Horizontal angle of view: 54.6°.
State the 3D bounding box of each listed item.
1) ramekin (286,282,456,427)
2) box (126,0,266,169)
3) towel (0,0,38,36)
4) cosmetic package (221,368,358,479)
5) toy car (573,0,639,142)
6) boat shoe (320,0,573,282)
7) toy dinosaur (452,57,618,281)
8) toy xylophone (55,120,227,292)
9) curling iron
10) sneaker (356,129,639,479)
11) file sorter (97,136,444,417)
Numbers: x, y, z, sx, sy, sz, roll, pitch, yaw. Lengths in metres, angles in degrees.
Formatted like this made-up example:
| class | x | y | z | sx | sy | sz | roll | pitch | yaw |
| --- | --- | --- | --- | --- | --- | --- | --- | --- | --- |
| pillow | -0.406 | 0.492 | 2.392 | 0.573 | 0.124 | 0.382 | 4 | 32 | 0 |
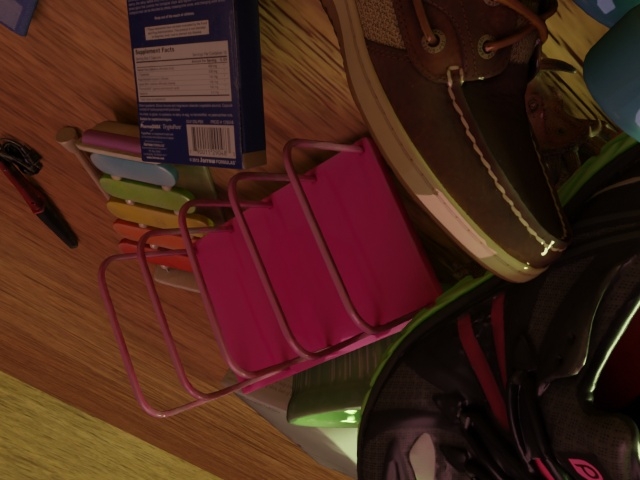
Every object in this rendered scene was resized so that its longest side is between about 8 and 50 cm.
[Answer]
| class | x | y | z | sx | sy | sz | roll | pitch | yaw |
| --- | --- | --- | --- | --- | --- | --- | --- | --- | --- |
| ramekin | 0.104 | 0.161 | 0.829 | 0.303 | 0.148 | 0.303 | -2 | 159 | -1 |
| box | -0.111 | -0.178 | 0.532 | 0.136 | 0.036 | 0.225 | 10 | 110 | 36 |
| towel | -0.374 | -0.330 | 0.555 | 0.285 | 0.034 | 0.209 | 32 | 144 | -21 |
| cosmetic package | 0.022 | 0.314 | 1.153 | 0.217 | 0.156 | 0.385 | 7 | 148 | 41 |
| toy car | 0.291 | -0.142 | 0.309 | 0.238 | 0.210 | 0.219 | 21 | 139 | -17 |
| boat shoe | 0.086 | -0.141 | 0.390 | 0.123 | 0.123 | 0.342 | -28 | 83 | 36 |
| toy dinosaur | 0.255 | -0.031 | 0.569 | 0.295 | 0.127 | 0.200 | 20 | 142 | -10 |
| toy xylophone | -0.234 | -0.047 | 0.853 | 0.236 | 0.081 | 0.323 | 7 | 145 | 22 |
| curling iron | -0.447 | -0.061 | 0.997 | 0.068 | 0.035 | 0.274 | 15 | 147 | 9 |
| sneaker | 0.167 | 0.119 | 0.459 | 0.185 | 0.202 | 0.483 | 24 | 122 | -9 |
| file sorter | -0.061 | 0.045 | 0.649 | 0.290 | 0.202 | 0.182 | -28 | 169 | 30 |
